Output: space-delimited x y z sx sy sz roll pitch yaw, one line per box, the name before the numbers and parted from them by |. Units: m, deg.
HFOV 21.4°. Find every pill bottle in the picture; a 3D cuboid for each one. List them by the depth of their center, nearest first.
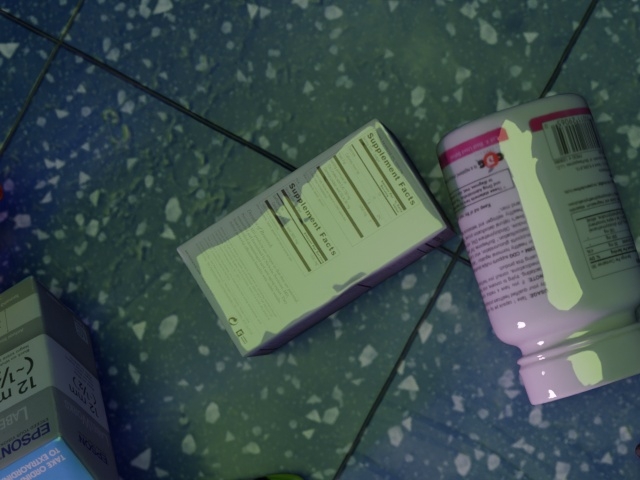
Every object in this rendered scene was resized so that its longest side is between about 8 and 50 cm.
pill bottle | 0.230 0.011 1.689 0.160 0.160 0.283 -18 84 9

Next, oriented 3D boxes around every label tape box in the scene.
label tape box | -0.340 0.234 1.704 0.249 0.115 0.347 -30 41 10

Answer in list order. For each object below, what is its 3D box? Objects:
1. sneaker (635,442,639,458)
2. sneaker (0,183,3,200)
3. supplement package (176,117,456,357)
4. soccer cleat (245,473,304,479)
sneaker | 0.456 0.261 1.675 0.286 0.109 0.130 2 94 19
sneaker | -0.393 0.049 1.746 0.107 0.118 0.279 11 82 48
supplement package | 0.000 0.000 1.742 0.244 0.139 0.134 -33 83 6
soccer cleat | -0.100 0.282 1.777 0.179 0.072 0.060 -17 84 9
